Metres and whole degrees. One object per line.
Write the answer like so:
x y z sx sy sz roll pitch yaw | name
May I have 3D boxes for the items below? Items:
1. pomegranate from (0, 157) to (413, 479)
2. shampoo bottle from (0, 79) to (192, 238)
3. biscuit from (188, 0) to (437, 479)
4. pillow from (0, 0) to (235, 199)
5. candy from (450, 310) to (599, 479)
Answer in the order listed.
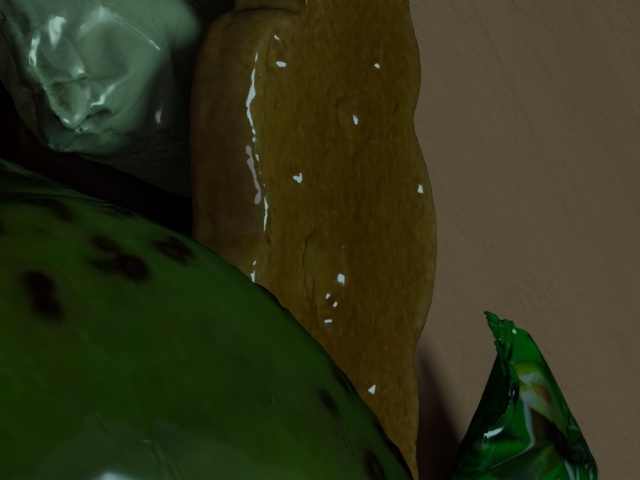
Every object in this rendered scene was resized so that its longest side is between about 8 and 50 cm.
-0.121 0.146 0.448 0.285 0.285 0.341 -28 127 -66 | pomegranate
-0.107 -0.016 0.783 0.260 0.064 0.102 30 37 -56 | shampoo bottle
-0.003 0.000 0.735 0.186 0.044 0.295 48 42 -56 | biscuit
-0.090 -0.125 0.818 0.281 0.076 0.274 58 16 24 | pillow
0.119 0.155 1.125 0.141 0.078 0.203 -44 124 -52 | candy
